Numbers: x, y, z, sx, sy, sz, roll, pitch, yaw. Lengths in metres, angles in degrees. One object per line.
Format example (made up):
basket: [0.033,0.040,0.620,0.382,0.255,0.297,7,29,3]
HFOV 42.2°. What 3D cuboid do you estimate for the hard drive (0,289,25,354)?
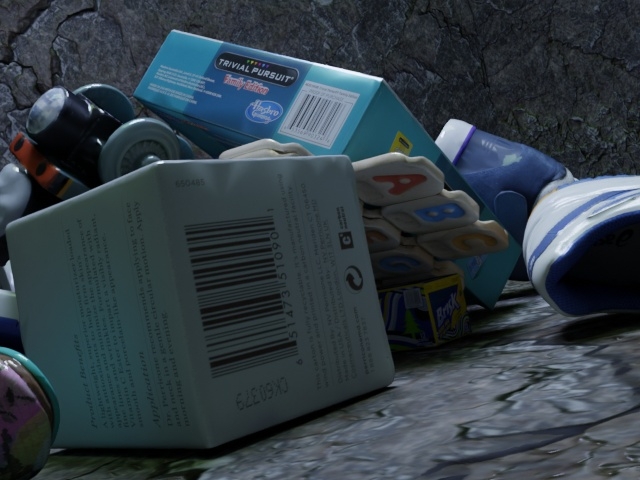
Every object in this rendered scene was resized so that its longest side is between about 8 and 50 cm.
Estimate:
hard drive: [-0.360,0.083,0.876,0.319,0.040,0.210,8,-17,19]

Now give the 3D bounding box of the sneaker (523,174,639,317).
sneaker: [0.285,0.002,0.545,0.297,0.111,0.131,-14,15,20]

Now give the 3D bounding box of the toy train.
toy train: [-0.169,-0.008,0.808,0.142,0.190,0.334,36,-1,41]

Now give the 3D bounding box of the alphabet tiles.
alphabet tiles: [0.000,0.000,0.695,0.278,0.021,0.284,-12,-29,34]

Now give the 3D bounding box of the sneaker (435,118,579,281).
sneaker: [0.198,0.024,1.022,0.130,0.236,0.322,-54,-10,-50]

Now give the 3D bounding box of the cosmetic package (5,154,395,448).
cosmetic package: [-0.080,0.040,0.525,0.152,0.151,0.184,-8,-3,-45]

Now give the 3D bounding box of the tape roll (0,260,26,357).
tape roll: [-0.463,0.112,1.302,0.072,0.219,0.219,-12,-2,-31]

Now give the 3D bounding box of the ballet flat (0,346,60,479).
ballet flat: [-0.208,0.113,0.459,0.079,0.076,0.221,-33,6,-35]

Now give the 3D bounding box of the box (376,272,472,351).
box: [0.043,0.070,0.725,0.169,0.054,0.059,-13,-2,41]

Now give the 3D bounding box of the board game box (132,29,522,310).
board game box: [0.021,-0.062,0.808,0.254,0.079,0.336,23,-9,38]
